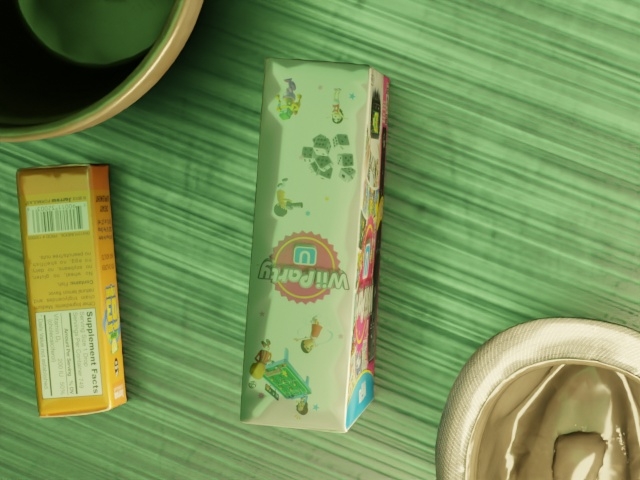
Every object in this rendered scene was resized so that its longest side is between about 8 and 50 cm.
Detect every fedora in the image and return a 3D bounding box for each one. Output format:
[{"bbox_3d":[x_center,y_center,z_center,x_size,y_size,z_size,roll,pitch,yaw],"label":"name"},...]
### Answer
[{"bbox_3d":[0.228,0.188,1.569,0.243,0.124,0.275,1,101,12],"label":"fedora"}]

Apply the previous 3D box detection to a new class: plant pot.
[{"bbox_3d":[-0.230,-0.243,1.555,0.323,0.280,0.323,0,91,10],"label":"plant pot"}]

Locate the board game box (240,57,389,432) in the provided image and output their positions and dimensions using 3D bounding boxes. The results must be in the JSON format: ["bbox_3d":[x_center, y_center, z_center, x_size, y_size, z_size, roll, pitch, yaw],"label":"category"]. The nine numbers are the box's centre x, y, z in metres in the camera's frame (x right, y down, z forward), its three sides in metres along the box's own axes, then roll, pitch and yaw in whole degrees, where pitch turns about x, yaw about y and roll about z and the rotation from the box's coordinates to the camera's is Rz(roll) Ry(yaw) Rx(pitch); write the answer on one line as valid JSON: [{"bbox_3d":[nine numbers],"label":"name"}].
[{"bbox_3d":[0.000,0.000,1.554,0.097,0.224,0.303,5,93,7],"label":"board game box"}]

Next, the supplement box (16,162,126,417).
[{"bbox_3d":[-0.233,0.045,1.668,0.080,0.078,0.233,-3,92,7],"label":"supplement box"}]
